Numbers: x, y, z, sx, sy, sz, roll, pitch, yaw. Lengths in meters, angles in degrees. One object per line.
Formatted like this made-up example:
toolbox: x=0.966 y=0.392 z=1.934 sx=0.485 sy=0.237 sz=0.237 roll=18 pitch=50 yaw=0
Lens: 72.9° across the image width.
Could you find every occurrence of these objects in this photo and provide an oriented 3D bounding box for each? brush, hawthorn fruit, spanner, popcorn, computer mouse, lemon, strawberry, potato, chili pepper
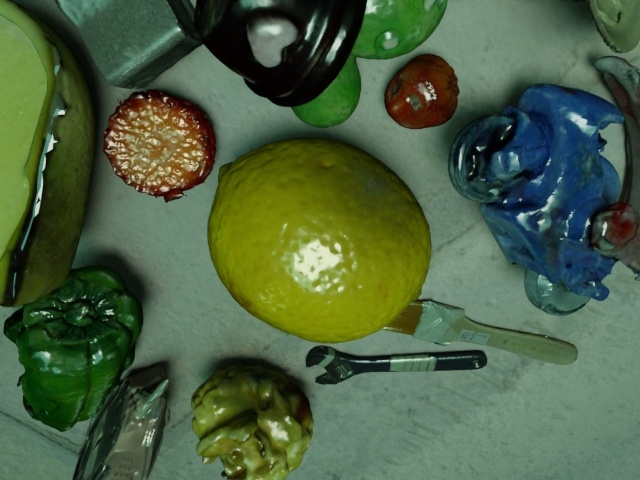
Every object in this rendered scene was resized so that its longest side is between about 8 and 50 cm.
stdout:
brush: x=0.270 y=0.157 z=0.722 sx=0.337 sy=0.020 sz=0.085 roll=13 pitch=118 yaw=-3
hawthorn fruit: x=0.119 y=-0.176 z=0.525 sx=0.093 sy=0.093 sz=0.093 roll=2 pitch=118 yaw=3
spanner: x=0.132 y=0.222 z=0.767 sx=0.316 sy=0.024 sz=0.087 roll=-3 pitch=120 yaw=4
popcorn: x=-0.118 y=0.311 z=0.735 sx=0.218 sy=0.189 sz=0.169 roll=24 pitch=114 yaw=-10
computer mouse: x=-0.337 y=0.352 z=0.787 sx=0.115 sy=0.199 sz=0.389 roll=25 pitch=119 yaw=-32
lemon: x=-0.001 y=0.000 z=0.531 sx=0.268 sy=0.267 sz=0.267 roll=2 pitch=118 yaw=3
strawberry: x=-0.204 y=-0.128 z=0.564 sx=0.145 sy=0.086 sz=0.145 roll=2 pitch=120 yaw=4
potato: x=-0.386 y=-0.138 z=0.529 sx=0.330 sy=0.213 sz=0.280 roll=34 pitch=98 yaw=-3
chili pepper: x=-0.394 y=0.180 z=0.701 sx=0.168 sy=0.213 sz=0.385 roll=-6 pitch=154 yaw=-41

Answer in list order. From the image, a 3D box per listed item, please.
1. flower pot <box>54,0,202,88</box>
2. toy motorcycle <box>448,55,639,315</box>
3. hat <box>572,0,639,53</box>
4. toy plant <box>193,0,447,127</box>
flower pot: x=-0.232 y=-0.292 z=0.468 sx=0.108 sy=0.103 sz=0.229 roll=-26 pitch=111 yaw=14
toy motorcycle: x=0.301 y=-0.066 z=0.541 sx=0.182 sy=0.241 sz=0.319 roll=-3 pitch=135 yaw=52
hat: x=0.232 y=-0.300 z=0.418 sx=0.110 sy=0.252 sz=0.251 roll=5 pitch=128 yaw=48
toy plant: x=0.003 y=-0.230 z=0.456 sx=0.235 sy=0.175 sz=0.218 roll=9 pitch=134 yaw=-40
